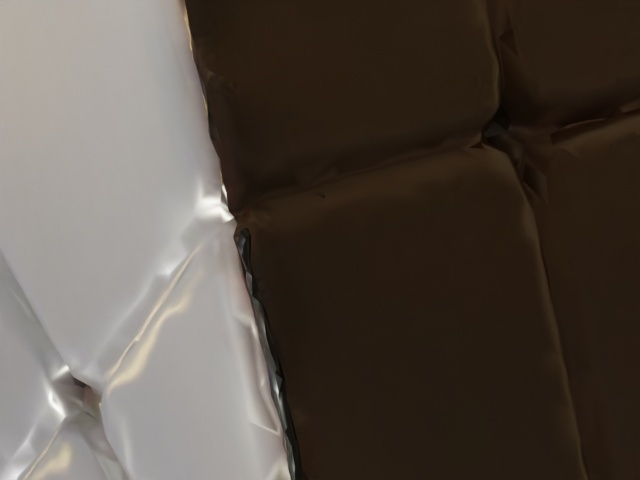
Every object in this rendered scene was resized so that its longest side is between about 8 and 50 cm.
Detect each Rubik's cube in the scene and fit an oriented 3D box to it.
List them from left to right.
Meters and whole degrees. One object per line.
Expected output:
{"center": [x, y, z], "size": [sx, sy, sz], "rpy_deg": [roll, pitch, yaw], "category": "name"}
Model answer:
{"center": [0.000, 0.000, 0.482], "size": [0.225, 0.221, 0.231], "rpy_deg": [-16, -173, -38], "category": "Rubik's cube"}
